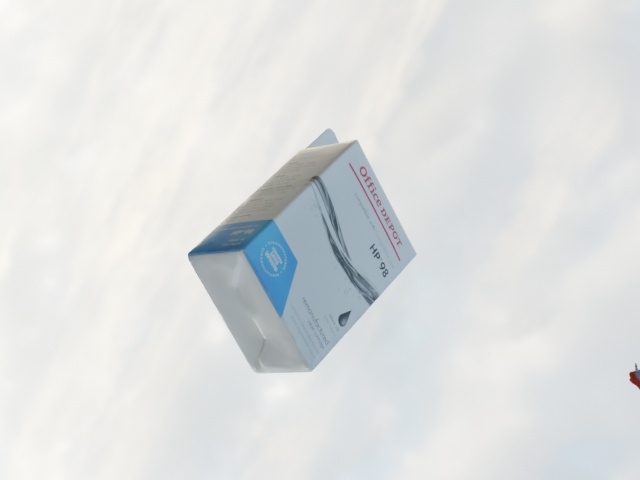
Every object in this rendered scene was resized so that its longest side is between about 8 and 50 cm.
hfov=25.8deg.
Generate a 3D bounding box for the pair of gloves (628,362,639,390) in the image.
[{"bbox_3d":[0.258,0.072,0.713,0.159,0.198,0.023,-43,177,16],"label":"pair of gloves"}]

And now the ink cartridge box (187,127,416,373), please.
[{"bbox_3d":[0.000,0.000,0.997,0.060,0.104,0.180,-8,-152,44],"label":"ink cartridge box"}]
